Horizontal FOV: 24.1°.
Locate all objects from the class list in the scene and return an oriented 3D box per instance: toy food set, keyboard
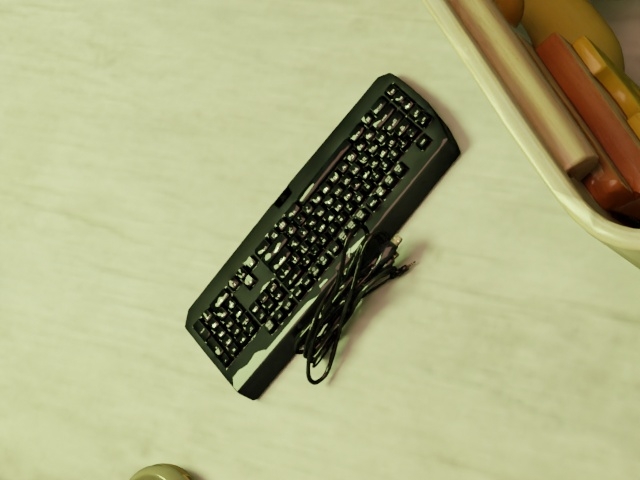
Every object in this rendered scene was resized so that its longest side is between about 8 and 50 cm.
[{"bbox_3d":[0.132,-0.091,0.664,0.092,0.220,0.306,-39,59,17],"label":"toy food set"},{"bbox_3d":[0.000,0.000,0.828,0.192,0.038,0.100,-52,57,10],"label":"keyboard"}]

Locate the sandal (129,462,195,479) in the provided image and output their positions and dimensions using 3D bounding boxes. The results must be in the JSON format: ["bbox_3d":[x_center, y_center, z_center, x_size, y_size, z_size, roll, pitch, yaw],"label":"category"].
[{"bbox_3d":[-0.100,0.210,0.820,0.072,0.049,0.180,-8,72,29],"label":"sandal"}]
